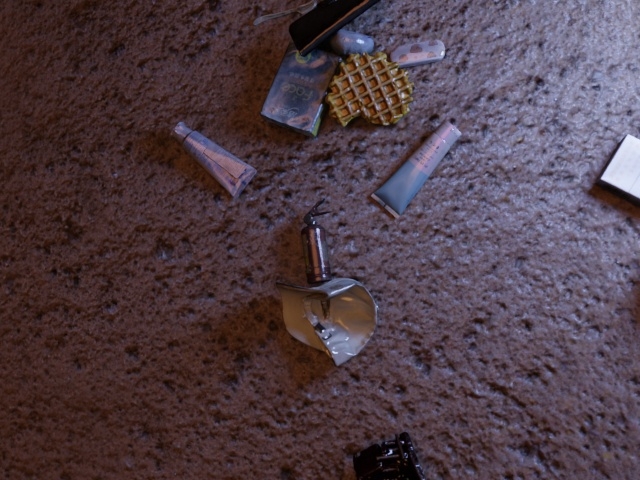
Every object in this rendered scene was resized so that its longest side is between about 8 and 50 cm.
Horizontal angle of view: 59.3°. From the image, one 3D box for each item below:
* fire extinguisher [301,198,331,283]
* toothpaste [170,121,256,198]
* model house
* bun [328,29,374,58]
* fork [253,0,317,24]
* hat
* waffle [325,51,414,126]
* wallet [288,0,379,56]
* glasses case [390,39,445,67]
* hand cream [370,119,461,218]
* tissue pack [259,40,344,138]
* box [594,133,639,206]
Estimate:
[{"bbox_3d":[-0.003,0.002,1.706,0.106,0.075,0.251,-7,81,-1],"label":"fire extinguisher"},{"bbox_3d":[-0.350,-0.268,1.814,0.299,0.073,0.114,38,92,6],"label":"toothpaste"},{"bbox_3d":[0.185,0.644,1.540,0.164,0.203,0.141,1,119,-14],"label":"model house"},{"bbox_3d":[0.092,-0.595,1.721,0.141,0.141,0.083,16,110,13],"label":"bun"},{"bbox_3d":[-0.116,-0.737,1.825,0.220,0.034,0.028,-14,73,10],"label":"fork"},{"bbox_3d":[0.008,0.197,1.653,0.302,0.168,0.257,17,126,35],"label":"hat"},{"bbox_3d":[0.152,-0.437,1.694,0.253,0.056,0.249,30,98,-7],"label":"waffle"},{"bbox_3d":[0.049,-0.691,1.692,0.318,0.045,0.172,-31,46,13],"label":"wallet"},{"bbox_3d":[0.295,-0.568,1.714,0.164,0.041,0.063,-6,82,11],"label":"glasses case"},{"bbox_3d":[0.292,-0.214,1.677,0.111,0.070,0.312,44,102,11],"label":"hand cream"},{"bbox_3d":[-0.055,-0.470,1.759,0.186,0.081,0.256,21,88,14],"label":"tissue pack"},{"bbox_3d":[0.897,-0.166,1.529,0.233,0.067,0.149,31,92,13],"label":"box"}]
